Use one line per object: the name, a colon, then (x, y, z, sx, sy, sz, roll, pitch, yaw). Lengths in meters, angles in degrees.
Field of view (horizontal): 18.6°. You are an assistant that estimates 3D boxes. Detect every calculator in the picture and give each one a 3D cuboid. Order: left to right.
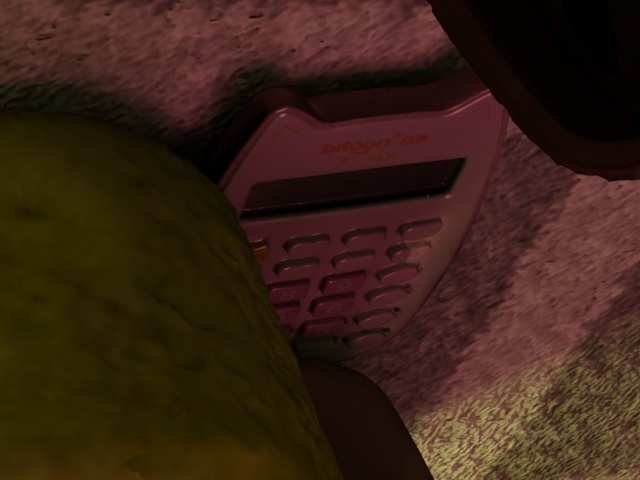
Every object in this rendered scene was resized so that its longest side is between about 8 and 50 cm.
calculator: (-0.001, -0.001, 1.171, 0.194, 0.043, 0.294, -9, 146, -25)

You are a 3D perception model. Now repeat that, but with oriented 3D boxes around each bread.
bread: (-0.157, 0.122, 0.980, 0.348, 0.307, 0.348, -11, 142, -8)

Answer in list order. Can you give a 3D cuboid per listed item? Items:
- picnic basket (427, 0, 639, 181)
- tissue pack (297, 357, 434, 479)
picnic basket: (0.197, -0.176, 0.946, 0.297, 0.222, 0.129, -37, 167, 16)
tissue pack: (-0.098, 0.260, 1.247, 0.387, 0.267, 0.277, -20, 153, -11)
